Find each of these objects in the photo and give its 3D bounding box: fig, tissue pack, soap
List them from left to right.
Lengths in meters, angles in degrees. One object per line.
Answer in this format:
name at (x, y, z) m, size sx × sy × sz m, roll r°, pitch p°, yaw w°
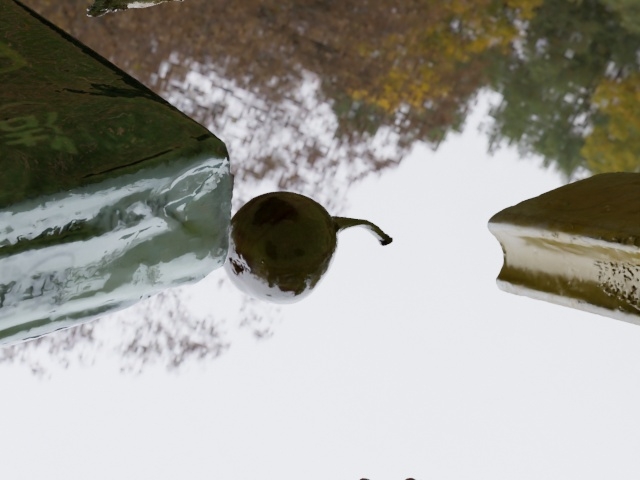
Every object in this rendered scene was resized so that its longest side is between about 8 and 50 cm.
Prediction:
tissue pack at (-0.229, -0.058, 0.576) m, size 0.228 × 0.103 × 0.316 m, roll -21°, pitch -137°, yaw -38°
fig at (0.000, 0.000, 1.225) m, size 0.236 × 0.124 × 0.124 m, roll -11°, pitch -134°, yaw -39°
soap at (0.267, 0.005, 0.825) m, size 0.160 × 0.080 × 0.257 m, roll -19°, pitch -165°, yaw -27°

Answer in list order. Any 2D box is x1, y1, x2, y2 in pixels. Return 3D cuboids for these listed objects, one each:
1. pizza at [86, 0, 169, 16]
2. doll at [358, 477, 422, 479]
pizza at (-0.040, -0.374, 1.195) m, size 0.435 × 0.080 × 0.392 m, roll -12°, pitch -150°, yaw 1°
doll at (0.177, 0.399, 1.254) m, size 0.363 × 0.160 × 0.182 m, roll 42°, pitch -170°, yaw 10°
